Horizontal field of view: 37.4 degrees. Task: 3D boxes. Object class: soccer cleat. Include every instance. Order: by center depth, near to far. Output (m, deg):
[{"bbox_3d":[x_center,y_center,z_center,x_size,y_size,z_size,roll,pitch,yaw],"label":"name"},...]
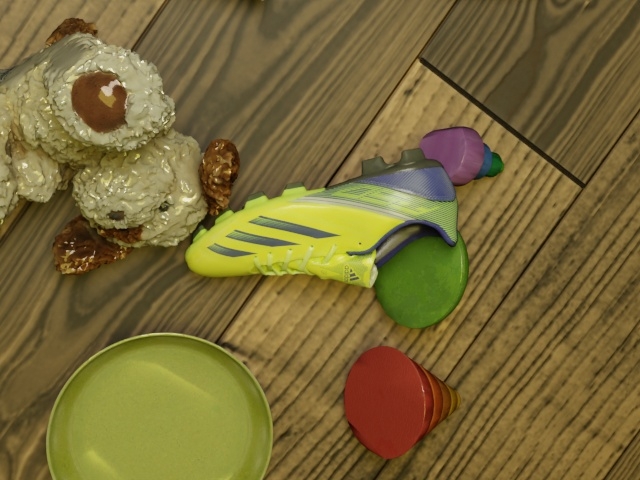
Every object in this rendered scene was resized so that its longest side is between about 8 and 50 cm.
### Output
[{"bbox_3d":[0.000,0.000,0.961,0.289,0.093,0.121,-17,83,9],"label":"soccer cleat"}]

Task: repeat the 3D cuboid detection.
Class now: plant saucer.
[{"bbox_3d":[-0.173,0.212,1.031,0.240,0.037,0.241,-2,101,-10],"label":"plant saucer"}]

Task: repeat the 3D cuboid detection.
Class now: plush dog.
[{"bbox_3d":[-0.205,-0.083,0.920,0.262,0.211,0.225,-24,121,23],"label":"plush dog"}]

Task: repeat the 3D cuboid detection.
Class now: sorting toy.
[{"bbox_3d":[0.138,0.060,1.046,0.126,0.127,0.366,8,97,-42],"label":"sorting toy"}]
